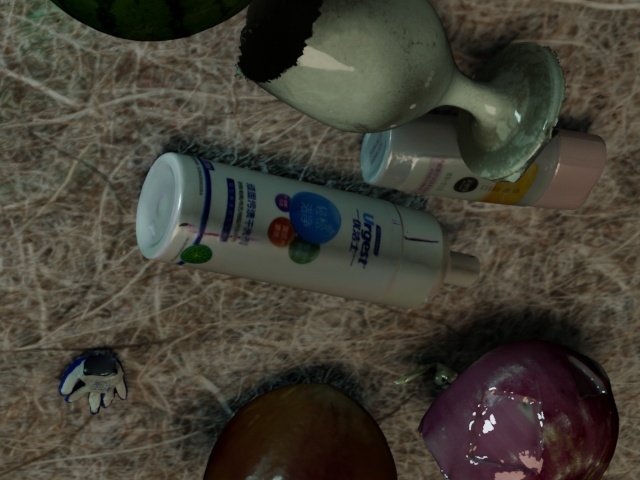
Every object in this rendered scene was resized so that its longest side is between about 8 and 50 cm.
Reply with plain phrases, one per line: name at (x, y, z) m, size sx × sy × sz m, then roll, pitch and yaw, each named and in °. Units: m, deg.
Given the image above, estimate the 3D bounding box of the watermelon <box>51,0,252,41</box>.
watermelon at (-0.111, -0.227, 1.244) m, size 0.188 × 0.188 × 0.215 m, roll -8°, pitch 149°, yaw -3°

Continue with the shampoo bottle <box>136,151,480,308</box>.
shampoo bottle at (0.000, 0.000, 1.638) m, size 0.303 × 0.092 × 0.092 m, roll 13°, pitch 137°, yaw -26°

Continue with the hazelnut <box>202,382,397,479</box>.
hazelnut at (-0.014, 0.234, 1.876) m, size 0.208 × 0.208 × 0.208 m, roll -7°, pitch 142°, yaw -5°

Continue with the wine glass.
wine glass at (0.060, -0.131, 1.462) m, size 0.241 × 0.126 × 0.126 m, roll 20°, pitch 133°, yaw -36°

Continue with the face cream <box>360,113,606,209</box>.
face cream at (0.135, -0.065, 1.616) m, size 0.198 × 0.057 × 0.084 m, roll 6°, pitch 140°, yaw -20°

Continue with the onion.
onion at (0.199, 0.182, 1.860) m, size 0.200 × 0.200 × 0.207 m, roll -23°, pitch 128°, yaw 15°

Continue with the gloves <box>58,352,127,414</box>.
gloves at (-0.212, 0.134, 1.814) m, size 0.064 × 0.026 × 0.086 m, roll -5°, pitch 147°, yaw -5°
